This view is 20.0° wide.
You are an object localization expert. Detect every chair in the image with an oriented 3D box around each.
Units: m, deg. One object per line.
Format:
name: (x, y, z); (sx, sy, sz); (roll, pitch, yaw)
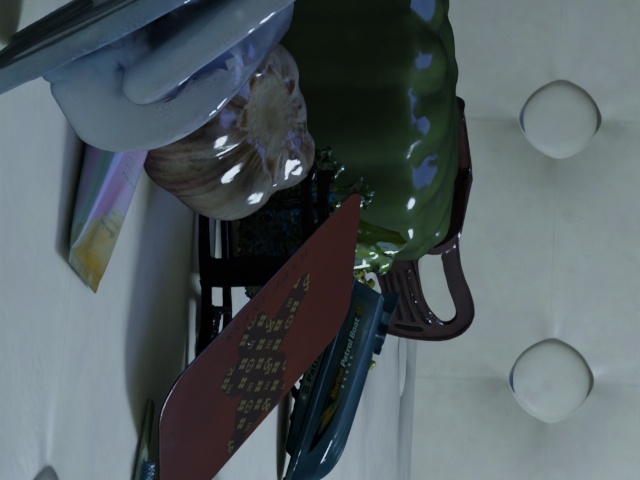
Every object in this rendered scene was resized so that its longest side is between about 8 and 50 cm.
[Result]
chair: (0.108, -0.026, 2.283); (0.326, 0.175, 0.183); (69, 32, -60)
chair: (-0.048, 0.053, 1.497); (0.106, 0.113, 0.229); (13, 76, -79)

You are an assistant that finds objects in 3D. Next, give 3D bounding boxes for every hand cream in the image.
hand cream: (-0.131, -0.058, 1.154); (0.076, 0.047, 0.174); (69, 32, -72)

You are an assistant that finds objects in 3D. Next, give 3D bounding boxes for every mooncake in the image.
mooncake: (0.047, -0.147, 1.831); (0.351, 0.187, 0.351); (4, 90, -83)

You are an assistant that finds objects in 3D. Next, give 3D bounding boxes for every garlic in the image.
garlic: (-0.075, -0.089, 1.299); (0.159, 0.102, 0.147); (6, 88, -58)

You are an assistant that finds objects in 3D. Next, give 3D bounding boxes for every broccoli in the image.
broccoli: (0.000, 0.000, 1.628); (0.154, 0.160, 0.167); (-59, -150, 23)

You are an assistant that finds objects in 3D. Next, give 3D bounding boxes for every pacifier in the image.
pacifier: (-0.099, -0.168, 0.899); (0.226, 0.238, 0.287); (59, 21, -14)

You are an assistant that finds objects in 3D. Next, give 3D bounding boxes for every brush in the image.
brush: (-0.125, 0.154, 1.309); (0.016, 0.013, 0.084); (75, 18, -57)

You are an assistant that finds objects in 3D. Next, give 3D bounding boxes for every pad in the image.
pad: (-0.045, 0.091, 1.405); (0.267, 0.004, 0.181); (-47, 155, -35)

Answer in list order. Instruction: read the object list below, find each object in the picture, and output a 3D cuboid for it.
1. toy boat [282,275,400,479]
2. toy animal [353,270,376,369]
toy boat: (0.001, 0.153, 1.938); (0.093, 0.103, 0.246); (110, -1, -73)
toy animal: (0.030, 0.064, 2.134); (0.181, 0.073, 0.136); (-73, 156, -48)
